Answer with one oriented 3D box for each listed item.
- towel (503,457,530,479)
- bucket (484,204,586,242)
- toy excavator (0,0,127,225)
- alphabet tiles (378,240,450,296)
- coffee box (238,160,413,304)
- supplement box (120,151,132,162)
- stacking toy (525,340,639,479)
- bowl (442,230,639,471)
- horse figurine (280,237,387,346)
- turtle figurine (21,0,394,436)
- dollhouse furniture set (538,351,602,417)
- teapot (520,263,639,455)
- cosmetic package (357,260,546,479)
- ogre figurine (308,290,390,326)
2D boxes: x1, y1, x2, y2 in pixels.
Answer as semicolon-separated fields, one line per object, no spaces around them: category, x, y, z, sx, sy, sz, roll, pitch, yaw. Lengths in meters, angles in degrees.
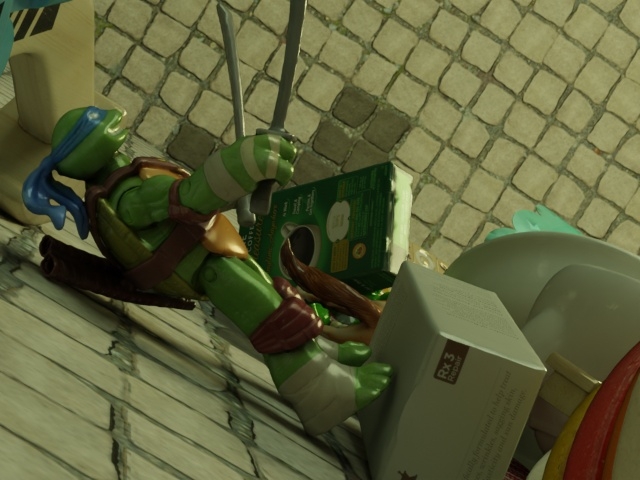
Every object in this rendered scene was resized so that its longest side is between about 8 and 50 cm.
towel;0.131;0.189;1.270;0.199;0.031;0.275;30;3;-28
bucket;0.282;0.113;1.971;0.183;0.281;0.281;35;3;26
toy excavator;-0.230;-0.156;0.983;0.222;0.433;0.445;33;31;17
alphabet tiles;0.125;0.096;1.772;0.198;0.009;0.237;30;37;-29
coffee box;0.000;0.000;1.452;0.184;0.113;0.040;-15;-31;36
supplement box;-0.282;-0.108;1.948;0.098;0.036;0.062;31;2;-24
stacking toy;0.234;0.151;0.870;0.350;0.351;0.480;32;-13;-11
bowl;0.235;0.143;1.553;0.298;0.298;0.134;32;46;-4
horse figurine;0.055;0.087;1.385;0.174;0.066;0.263;12;-18;36
turtle figurine;-0.033;-0.023;1.062;0.266;0.274;0.198;54;-35;-12
dollhouse furniture set;0.392;0.167;1.151;0.355;0.174;0.303;35;1;40
teapot;0.273;0.149;1.338;0.256;0.187;0.252;24;-5;22
cosmetic package;0.085;0.099;1.100;0.085;0.117;0.231;19;11;-7
ogre figurine;0.029;0.075;1.557;0.197;0.097;0.118;-4;2;14
